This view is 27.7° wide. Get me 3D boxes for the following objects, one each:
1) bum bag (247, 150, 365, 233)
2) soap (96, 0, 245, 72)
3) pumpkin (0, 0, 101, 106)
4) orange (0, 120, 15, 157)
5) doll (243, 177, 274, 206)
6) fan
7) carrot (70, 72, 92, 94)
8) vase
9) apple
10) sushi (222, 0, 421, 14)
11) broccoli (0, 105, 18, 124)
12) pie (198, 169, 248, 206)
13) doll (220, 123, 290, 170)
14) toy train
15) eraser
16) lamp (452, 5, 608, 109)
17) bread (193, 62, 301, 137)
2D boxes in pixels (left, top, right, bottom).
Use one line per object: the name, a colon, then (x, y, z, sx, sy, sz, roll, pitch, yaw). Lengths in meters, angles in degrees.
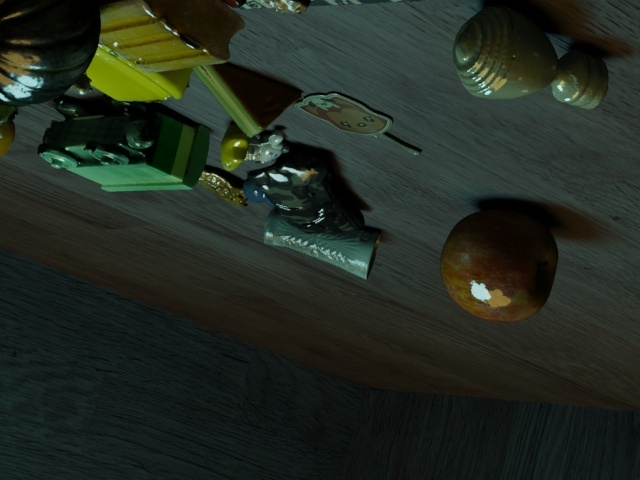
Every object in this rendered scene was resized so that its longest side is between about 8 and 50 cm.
bum bag: (-0.023, -0.072, 2.264, 0.144, 0.095, 0.340, -4, 163, 13)
soap: (-0.210, -0.276, 1.636, 0.140, 0.073, 0.232, 35, 165, -29)
pumpkin: (-0.376, -0.290, 1.566, 0.250, 0.216, 0.250, 21, 145, 16)
orange: (-0.632, -0.200, 2.350, 0.156, 0.124, 0.156, 17, 164, 5)
doll: (-0.101, -0.093, 2.358, 0.083, 0.050, 0.076, 15, 162, 11)
fan: (0.068, -0.171, 1.942, 0.220, 0.009, 0.132, 25, 164, -33)
carrot: (-0.429, -0.306, 1.702, 0.336, 0.069, 0.069, 41, 163, -5)
vase: (0.000, 0.000, 2.532, 0.219, 0.096, 0.096, 17, 167, 7)
apple: (0.295, 0.039, 2.153, 0.174, 0.188, 0.188, 13, 167, 35)
sushi: (-0.050, -0.298, 1.495, 0.279, 0.043, 0.192, 5, 163, 36)
broccoli: (-0.476, -0.249, 1.927, 0.154, 0.160, 0.167, -9, 175, -43)
pie: (-0.191, -0.107, 2.433, 0.170, 0.034, 0.092, 32, 162, -32)
doll: (-0.108, -0.152, 2.123, 0.113, 0.071, 0.135, -5, 170, 5)
toy train: (-0.343, -0.161, 2.200, 0.202, 0.120, 0.301, 24, 164, -40)
eraser: (-0.304, -0.269, 1.832, 0.158, 0.069, 0.226, 5, 163, 42)
lamp: (0.236, -0.201, 1.472, 0.193, 0.106, 0.106, 12, 170, -29)
bread: (-0.109, -0.230, 1.893, 0.139, 0.084, 0.074, 49, 161, -6)
